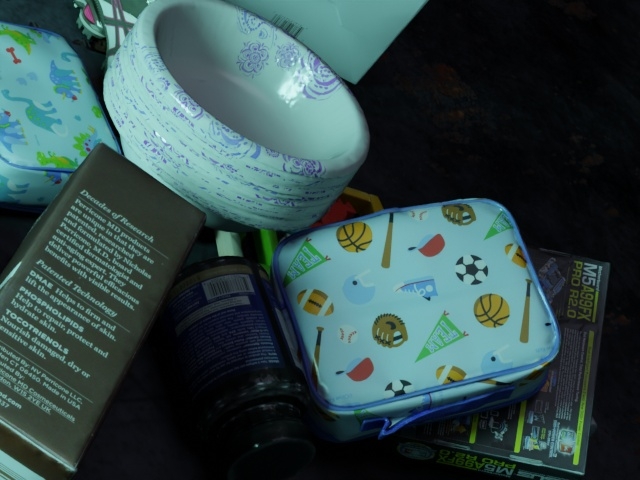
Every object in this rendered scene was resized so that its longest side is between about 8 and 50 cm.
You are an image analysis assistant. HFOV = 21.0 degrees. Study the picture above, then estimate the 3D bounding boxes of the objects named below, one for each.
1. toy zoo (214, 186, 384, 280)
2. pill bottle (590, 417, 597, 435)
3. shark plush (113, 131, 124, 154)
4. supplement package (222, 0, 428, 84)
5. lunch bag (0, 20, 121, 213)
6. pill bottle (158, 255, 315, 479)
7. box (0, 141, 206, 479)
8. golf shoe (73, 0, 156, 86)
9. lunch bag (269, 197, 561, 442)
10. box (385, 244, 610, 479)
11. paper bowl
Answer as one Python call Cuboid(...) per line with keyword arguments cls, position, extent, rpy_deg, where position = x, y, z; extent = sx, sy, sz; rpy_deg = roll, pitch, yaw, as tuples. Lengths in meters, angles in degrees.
Cuboid(cls="toy zoo", position=(0.000, 0.000, 2.051), extent=(0.293, 0.030, 0.192), rpy_deg=(17, 42, -32))
Cuboid(cls="pill bottle", position=(0.229, 0.149, 2.036), extent=(0.124, 0.124, 0.221), rpy_deg=(-3, 55, -46))
Cuboid(cls="shark plush", position=(-0.184, -0.075, 1.935), extent=(0.161, 0.073, 0.067), rpy_deg=(44, 66, -8))
Cuboid(cls="supplement package", position=(-0.007, -0.367, 2.280), extent=(0.262, 0.204, 0.145), rpy_deg=(25, 39, -23))
Cuboid(cls="lunch bag", position=(-0.321, -0.132, 1.828), extent=(0.176, 0.090, 0.219), rpy_deg=(4, 50, -43))
Cuboid(cls="pill bottle", position=(-0.082, 0.133, 1.751), extent=(0.123, 0.123, 0.219), rpy_deg=(9, 47, -38))
Cuboid(cls="box", position=(-0.251, 0.097, 1.566), extent=(0.143, 0.191, 0.381), rpy_deg=(37, 35, -9))
Cuboid(cls="golf shoe", position=(-0.200, -0.232, 2.027), extent=(0.105, 0.120, 0.273), rpy_deg=(-4, 57, -48))
Cuboid(cls="lunch bag", position=(0.093, 0.090, 1.854), extent=(0.303, 0.115, 0.243), rpy_deg=(-13, 65, -12))
Cuboid(cls="box", position=(0.201, 0.130, 1.939), extent=(0.216, 0.060, 0.270), rpy_deg=(12, 61, 0))
Cuboid(cls="paper bowl", position=(-0.100, -0.122, 1.860), extent=(0.284, 0.148, 0.284), rpy_deg=(24, 34, -18))
